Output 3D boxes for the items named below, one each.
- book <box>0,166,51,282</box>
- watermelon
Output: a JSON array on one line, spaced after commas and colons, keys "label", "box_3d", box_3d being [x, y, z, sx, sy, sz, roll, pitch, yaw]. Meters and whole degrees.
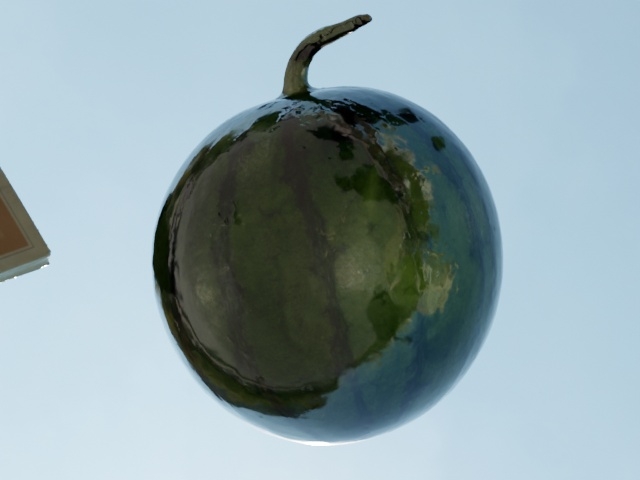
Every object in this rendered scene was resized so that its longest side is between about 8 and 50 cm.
[{"label": "book", "box_3d": [-0.319, -0.013, 1.085, 0.170, 0.242, 0.018, 55, -33, 19]}, {"label": "watermelon", "box_3d": [0.000, 0.000, 0.891, 0.188, 0.188, 0.214, -14, -86, 34]}]
